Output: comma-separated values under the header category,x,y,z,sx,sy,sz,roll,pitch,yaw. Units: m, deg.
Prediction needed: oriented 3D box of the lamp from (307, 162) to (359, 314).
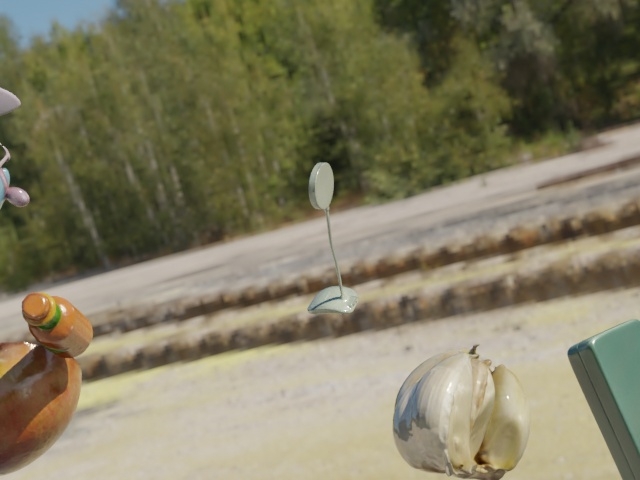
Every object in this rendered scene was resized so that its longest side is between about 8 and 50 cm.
category,x,y,z,sx,sy,sz,roll,pitch,yaw
lamp,0.000,0.000,1.476,0.056,0.198,0.050,8,40,24

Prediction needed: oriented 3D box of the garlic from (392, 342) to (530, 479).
category,x,y,z,sx,sy,sz,roll,pitch,yaw
garlic,0.201,0.251,2.029,0.184,0.203,0.281,2,-10,44

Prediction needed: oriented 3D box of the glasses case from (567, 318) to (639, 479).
category,x,y,z,sx,sy,sz,roll,pitch,yaw
glasses case,0.305,0.171,1.287,0.077,0.184,0.039,-18,-9,-34

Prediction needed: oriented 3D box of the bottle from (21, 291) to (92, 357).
category,x,y,z,sx,sy,sz,roll,pitch,yaw
bottle,-0.356,0.107,1.808,0.069,0.069,0.187,-15,-18,0

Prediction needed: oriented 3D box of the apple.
category,x,y,z,sx,sy,sz,roll,pitch,yaw
apple,-0.492,0.251,1.948,0.292,0.163,0.251,3,-24,-13

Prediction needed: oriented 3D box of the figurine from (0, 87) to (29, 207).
category,x,y,z,sx,sy,sz,roll,pitch,yaw
figurine,-0.450,-0.126,1.519,0.205,0.260,0.103,-16,24,17
